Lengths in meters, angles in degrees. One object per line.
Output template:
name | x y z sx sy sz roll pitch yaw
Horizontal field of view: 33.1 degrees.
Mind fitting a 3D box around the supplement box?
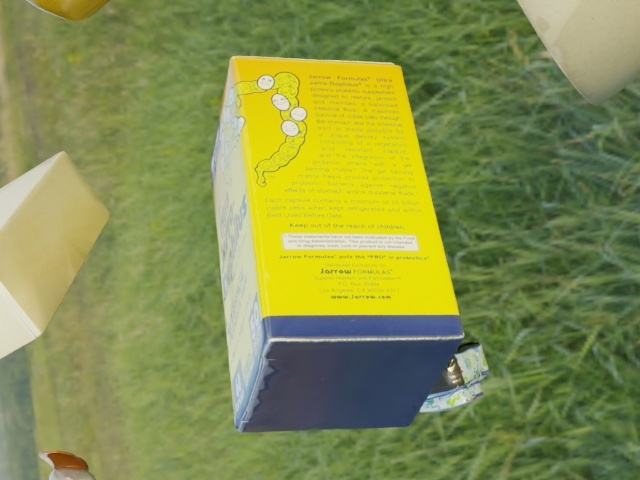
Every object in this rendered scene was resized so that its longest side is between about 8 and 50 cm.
supplement box | 0.000 0.000 1.143 0.194 0.195 0.357 109 157 -52

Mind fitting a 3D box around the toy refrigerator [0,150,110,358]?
toy refrigerator | -0.284 0.019 1.000 0.094 0.102 0.269 57 -167 -18

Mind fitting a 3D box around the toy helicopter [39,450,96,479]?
toy helicopter | -0.366 0.400 1.493 0.355 0.140 0.235 165 113 -72

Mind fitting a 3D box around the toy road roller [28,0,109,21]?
toy road roller | -0.236 -0.323 0.831 0.202 0.329 0.241 -33 59 33

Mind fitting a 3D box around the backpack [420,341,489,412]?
backpack | 0.179 0.192 1.500 0.105 0.114 0.084 -21 86 38

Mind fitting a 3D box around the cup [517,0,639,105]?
cup | 0.319 -0.345 1.136 0.237 0.331 0.331 -29 62 23
